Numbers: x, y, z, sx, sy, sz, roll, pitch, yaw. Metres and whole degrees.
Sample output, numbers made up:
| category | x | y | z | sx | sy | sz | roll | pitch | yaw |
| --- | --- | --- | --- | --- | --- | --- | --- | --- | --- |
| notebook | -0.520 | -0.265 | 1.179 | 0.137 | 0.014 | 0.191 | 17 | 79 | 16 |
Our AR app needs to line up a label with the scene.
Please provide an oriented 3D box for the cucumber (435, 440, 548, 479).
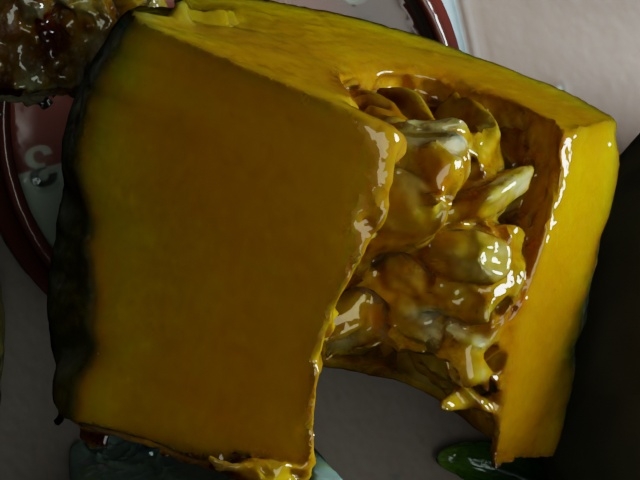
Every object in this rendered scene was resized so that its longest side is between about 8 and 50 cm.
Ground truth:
| category | x | y | z | sx | sy | sz | roll | pitch | yaw |
| --- | --- | --- | --- | --- | --- | --- | --- | --- | --- |
| cucumber | 0.157 | 0.172 | 1.343 | 0.168 | 0.039 | 0.039 | 25 | 86 | -17 |

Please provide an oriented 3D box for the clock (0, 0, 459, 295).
| category | x | y | z | sx | sy | sz | roll | pitch | yaw |
| --- | --- | --- | --- | --- | --- | --- | --- | --- | --- |
| clock | -0.061 | -0.078 | 1.225 | 0.318 | 0.080 | 0.318 | -2 | 98 | -14 |

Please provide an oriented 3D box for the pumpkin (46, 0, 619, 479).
| category | x | y | z | sx | sy | sz | roll | pitch | yaw |
| --- | --- | --- | --- | --- | --- | --- | --- | --- | --- |
| pumpkin | 0.000 | 0.000 | 1.074 | 0.303 | 0.256 | 0.225 | 2 | 110 | -45 |

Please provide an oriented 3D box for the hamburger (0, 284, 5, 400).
| category | x | y | z | sx | sy | sz | roll | pitch | yaw |
| --- | --- | --- | --- | --- | --- | --- | --- | --- | --- |
| hamburger | -0.305 | 0.055 | 1.115 | 0.259 | 0.144 | 0.283 | 8 | 95 | -28 |

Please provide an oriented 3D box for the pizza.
| category | x | y | z | sx | sy | sz | roll | pitch | yaw |
| --- | --- | --- | --- | --- | --- | --- | --- | --- | --- |
| pizza | -0.186 | -0.126 | 1.112 | 0.194 | 0.069 | 0.154 | -24 | 103 | -10 |

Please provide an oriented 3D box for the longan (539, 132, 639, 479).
| category | x | y | z | sx | sy | sz | roll | pitch | yaw |
| --- | --- | --- | --- | --- | --- | --- | --- | --- | --- |
| longan | 0.323 | 0.090 | 1.193 | 0.404 | 0.436 | 0.404 | 1 | 118 | 3 |

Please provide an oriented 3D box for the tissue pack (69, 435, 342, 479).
| category | x | y | z | sx | sy | sz | roll | pitch | yaw |
| --- | --- | --- | --- | --- | --- | --- | --- | --- | --- |
| tissue pack | -0.021 | 0.305 | 1.161 | 0.162 | 0.287 | 0.388 | -19 | 100 | -9 |
